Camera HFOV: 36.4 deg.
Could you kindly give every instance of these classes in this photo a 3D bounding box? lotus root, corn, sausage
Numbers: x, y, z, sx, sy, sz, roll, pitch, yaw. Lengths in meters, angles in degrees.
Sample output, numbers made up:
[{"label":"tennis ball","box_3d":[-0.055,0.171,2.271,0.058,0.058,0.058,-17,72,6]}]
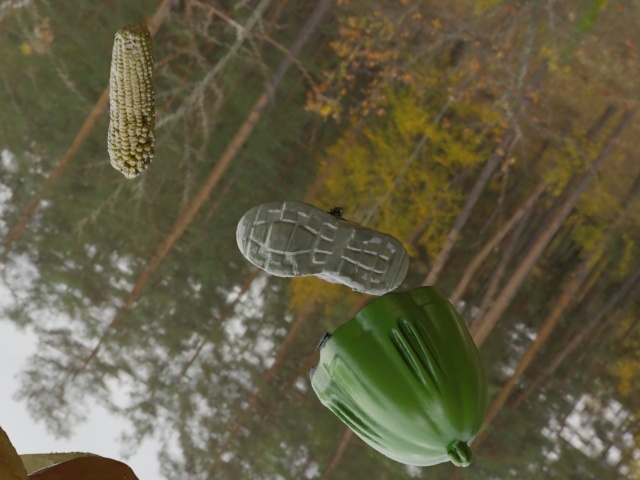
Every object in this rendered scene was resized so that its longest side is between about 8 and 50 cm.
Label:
[{"label":"lotus root","box_3d":[0.104,0.165,1.001,0.186,0.186,0.186,33,-172,-5]},{"label":"corn","box_3d":[-0.360,-0.263,1.867,0.097,0.320,0.097,6,-144,-4]},{"label":"sausage","box_3d":[-0.261,0.277,1.038,0.089,0.089,0.179,37,-167,22]}]

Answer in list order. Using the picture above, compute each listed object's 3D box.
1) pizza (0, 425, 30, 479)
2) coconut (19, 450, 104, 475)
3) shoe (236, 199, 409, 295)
[{"label":"pizza","box_3d":[-0.377,0.184,0.876,0.365,0.074,0.182,39,-155,14]},{"label":"coconut","box_3d":[-0.387,0.423,1.385,0.247,0.245,0.245,8,-159,-34]},{"label":"shoe","box_3d":[0.000,0.001,1.285,0.227,0.099,0.125,17,-171,-11]}]
